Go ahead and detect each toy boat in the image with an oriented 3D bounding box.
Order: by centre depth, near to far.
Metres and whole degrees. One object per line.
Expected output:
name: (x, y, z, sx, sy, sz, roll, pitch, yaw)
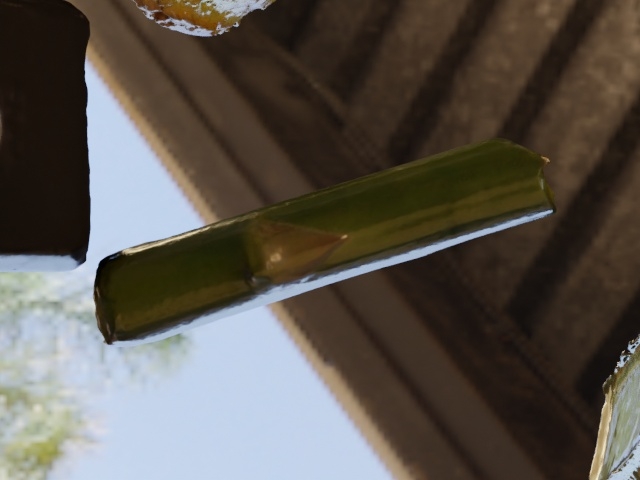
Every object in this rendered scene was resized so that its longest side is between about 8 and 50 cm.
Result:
toy boat: (0.245, 0.131, 1.342, 0.276, 0.084, 0.111, 93, 10, -69)

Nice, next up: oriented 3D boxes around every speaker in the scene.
speaker: (-0.297, -0.065, 1.129, 0.184, 0.388, 0.180, -3, -94, 38)

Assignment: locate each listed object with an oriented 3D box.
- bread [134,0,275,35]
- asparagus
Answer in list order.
bread: (-0.116, -0.278, 1.467, 0.160, 0.147, 0.260, -23, -77, 11)
asparagus: (-0.001, -0.002, 1.099, 0.278, 0.067, 0.060, -17, -104, 4)
